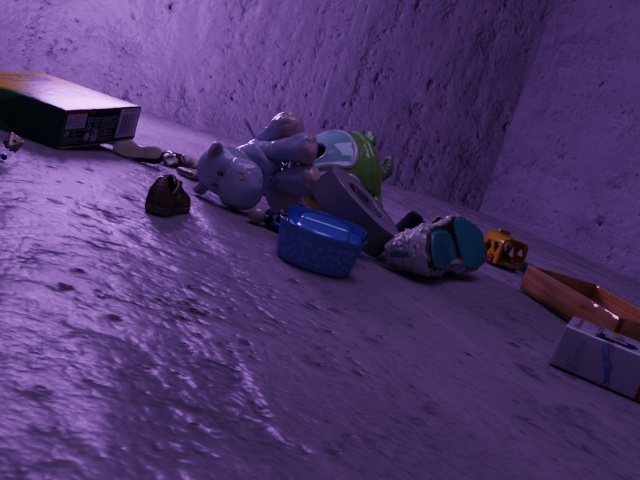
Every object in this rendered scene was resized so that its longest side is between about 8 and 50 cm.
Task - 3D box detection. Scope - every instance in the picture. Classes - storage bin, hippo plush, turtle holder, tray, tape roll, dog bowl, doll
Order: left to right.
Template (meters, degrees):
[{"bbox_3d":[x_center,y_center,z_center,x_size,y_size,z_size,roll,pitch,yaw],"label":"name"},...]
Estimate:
[{"bbox_3d":[-0.161,-0.190,1.705,0.294,0.234,0.237,44,32,24],"label":"hippo plush"},{"bbox_3d":[-0.067,-0.041,1.599,0.189,0.046,0.129,7,22,-23],"label":"doll"},{"bbox_3d":[0.000,0.000,1.412,0.166,0.074,0.297,18,10,1],"label":"dog bowl"},{"bbox_3d":[0.046,-0.144,1.967,0.228,0.320,0.243,-1,-20,-23],"label":"turtle holder"},{"bbox_3d":[0.079,-0.066,1.652,0.219,0.072,0.219,44,14,-14],"label":"tape roll"},{"bbox_3d":[0.242,-0.003,1.868,0.091,0.098,0.135,45,4,-13],"label":"storage bin"},{"bbox_3d":[0.636,0.164,1.668,0.203,0.076,0.411,16,9,-13],"label":"tray"}]

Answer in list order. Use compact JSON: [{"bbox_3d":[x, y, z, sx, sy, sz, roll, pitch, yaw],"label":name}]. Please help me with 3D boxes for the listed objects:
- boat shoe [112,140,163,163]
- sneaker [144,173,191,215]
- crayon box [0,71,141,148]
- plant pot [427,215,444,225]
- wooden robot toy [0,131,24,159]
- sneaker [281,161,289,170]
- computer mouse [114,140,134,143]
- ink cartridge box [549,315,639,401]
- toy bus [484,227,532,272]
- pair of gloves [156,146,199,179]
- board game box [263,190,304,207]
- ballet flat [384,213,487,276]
[{"bbox_3d":[-0.475,-0.227,1.919,0.133,0.048,0.042,10,-24,5],"label":"boat shoe"},{"bbox_3d":[-0.281,-0.092,1.413,0.066,0.071,0.188,18,10,-1],"label":"sneaker"},{"bbox_3d":[-0.687,-0.339,1.872,0.313,0.106,0.363,21,15,9],"label":"crayon box"},{"bbox_3d":[0.325,-0.001,1.966,0.082,0.083,0.081,25,49,31],"label":"plant pot"},{"bbox_3d":[-0.631,-0.187,1.323,0.173,0.076,0.079,16,21,-10],"label":"wooden robot toy"},{"bbox_3d":[-0.121,-0.241,2.516,0.058,0.084,0.152,16,10,-13],"label":"sneaker"},{"bbox_3d":[-0.617,-0.308,2.099,0.193,0.042,0.106,13,10,-25],"label":"computer mouse"},{"bbox_3d":[0.475,0.194,1.195,0.175,0.072,0.127,23,11,22],"label":"ink cartridge box"},{"bbox_3d":[0.539,0.018,2.220,0.202,0.104,0.191,23,11,27],"label":"toy bus"},{"bbox_3d":[-0.330,-0.201,2.032,0.204,0.042,0.240,10,14,-43],"label":"pair of gloves"},{"bbox_3d":[-0.042,-0.114,2.119,0.281,0.027,0.145,10,14,-40],"label":"board game box"},{"bbox_3d":[0.261,0.013,1.686,0.147,0.146,0.409,23,10,28],"label":"ballet flat"}]
